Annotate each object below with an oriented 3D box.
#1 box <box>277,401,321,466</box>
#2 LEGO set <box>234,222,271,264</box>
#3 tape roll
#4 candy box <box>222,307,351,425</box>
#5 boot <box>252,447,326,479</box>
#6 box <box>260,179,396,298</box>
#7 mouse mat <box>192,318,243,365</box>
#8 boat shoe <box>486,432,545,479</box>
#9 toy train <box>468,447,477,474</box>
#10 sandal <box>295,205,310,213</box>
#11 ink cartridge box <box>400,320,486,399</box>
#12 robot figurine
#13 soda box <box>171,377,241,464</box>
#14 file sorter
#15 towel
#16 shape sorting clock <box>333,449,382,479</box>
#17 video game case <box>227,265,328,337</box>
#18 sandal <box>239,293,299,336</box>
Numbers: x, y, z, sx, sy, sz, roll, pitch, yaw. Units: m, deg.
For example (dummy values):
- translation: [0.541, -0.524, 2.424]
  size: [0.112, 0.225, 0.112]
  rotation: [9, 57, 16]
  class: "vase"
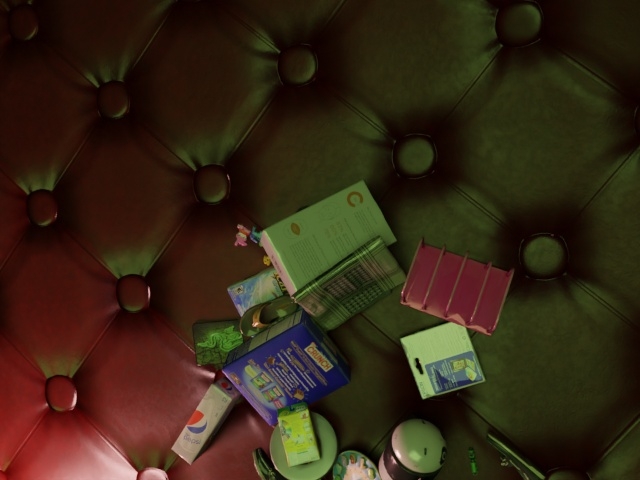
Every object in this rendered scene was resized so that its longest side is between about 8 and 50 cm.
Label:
- translation: [-0.069, 0.606, 1.828]
  size: [0.105, 0.043, 0.179]
  rotation: [-14, 83, 3]
  class: "box"
- translation: [-0.184, 0.033, 1.937]
  size: [0.227, 0.087, 0.093]
  rotation: [29, 103, 1]
  class: "LEGO set"
- translation: [-0.050, 0.667, 1.884]
  size: [0.219, 0.072, 0.219]
  rotation: [-3, 68, 9]
  class: "tape roll"
- translation: [-0.104, 0.404, 1.860]
  size: [0.317, 0.122, 0.268]
  rotation: [-31, 108, 15]
  class: "candy box"
- translation: [-0.102, 0.765, 1.939]
  size: [0.178, 0.085, 0.236]
  rotation: [-34, 79, 6]
  class: "boot"
- translation: [0.019, 0.000, 1.773]
  size: [0.345, 0.168, 0.215]
  rotation: [-27, 84, -13]
  class: "box"
- translation: [-0.357, 0.357, 2.031]
  size: [0.189, 0.007, 0.153]
  rotation: [-8, 89, 14]
  class: "mouse mat"
- translation: [0.578, 0.667, 1.758]
  size: [0.206, 0.075, 0.065]
  rotation: [38, 97, 6]
  class: "boat shoe"
- translation: [0.475, 0.690, 1.810]
  size: [0.017, 0.023, 0.083]
  rotation: [-11, 88, 15]
  class: "toy train"
- translation: [-0.001, 0.000, 1.903]
  size: [0.097, 0.054, 0.254]
  rotation: [-41, 81, 12]
  class: "sandal"
- translation: [0.381, 0.366, 1.816]
  size: [0.208, 0.045, 0.206]
  rotation: [-20, 85, 13]
  class: "ink cartridge box"
- translation: [0.278, 0.661, 1.753]
  size: [0.209, 0.173, 0.278]
  rotation: [42, 137, 31]
  class: "robot figurine"
- translation: [-0.390, 0.618, 1.999]
  size: [0.091, 0.098, 0.286]
  rotation: [34, 100, 12]
  class: "soda box"
- translation: [0.401, 0.132, 1.716]
  size: [0.290, 0.182, 0.202]
  rotation: [19, 82, 14]
  class: "file sorter"
- translation: [0.099, 0.147, 1.734]
  size: [0.312, 0.324, 0.056]
  rotation: [-35, 59, 2]
  class: "towel"
- translation: [0.118, 0.778, 1.864]
  size: [0.206, 0.040, 0.206]
  rotation: [9, 104, 39]
  class: "shape sorting clock"
- translation: [-0.137, 0.223, 1.908]
  size: [0.244, 0.061, 0.270]
  rotation: [-24, 101, 13]
  class: "video game case"
- translation: [-0.169, 0.243, 1.853]
  size: [0.219, 0.060, 0.090]
  rotation: [-24, 100, 15]
  class: "sandal"
